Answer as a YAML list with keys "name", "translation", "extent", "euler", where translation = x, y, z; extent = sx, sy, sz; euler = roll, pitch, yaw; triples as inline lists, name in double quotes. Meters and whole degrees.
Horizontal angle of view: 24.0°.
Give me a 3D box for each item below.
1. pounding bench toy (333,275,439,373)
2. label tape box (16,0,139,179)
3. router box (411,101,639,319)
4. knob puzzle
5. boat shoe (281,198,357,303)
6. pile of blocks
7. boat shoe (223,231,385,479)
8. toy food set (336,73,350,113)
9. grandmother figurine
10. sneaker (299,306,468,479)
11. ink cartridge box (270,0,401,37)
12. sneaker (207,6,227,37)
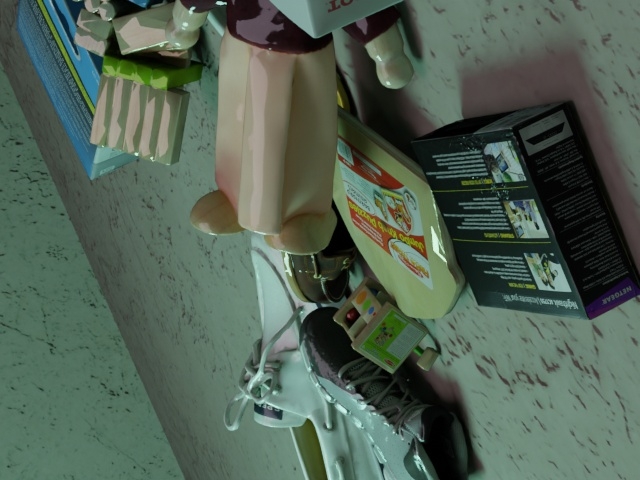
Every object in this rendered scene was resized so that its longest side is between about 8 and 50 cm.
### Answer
- name: "pounding bench toy"
  translation: [0.064, 0.082, 1.364]
  extent: [0.083, 0.052, 0.065]
  euler: [34, -170, -29]
- name: "label tape box"
  translation: [-0.293, -0.249, 1.945]
  extent: [0.249, 0.115, 0.347]
  euler: [63, 162, 6]
- name: "router box"
  translation: [0.133, -0.019, 1.012]
  extent: [0.133, 0.046, 0.179]
  euler: [67, 165, -8]
- name: "knob puzzle"
  translation: [0.067, -0.015, 1.256]
  extent: [0.213, 0.030, 0.213]
  euler: [50, 159, 27]
- name: "boat shoe"
  translation: [0.000, 0.000, 1.422]
  extent: [0.207, 0.073, 0.073]
  euler: [64, -143, -56]
- name: "pile of blocks"
  translation: [-0.200, -0.267, 1.675]
  extent: [0.112, 0.148, 0.362]
  euler: [-32, -68, -63]
- name: "boat shoe"
  translation: [-0.030, 0.156, 1.598]
  extent: [0.136, 0.156, 0.367]
  euler: [24, 136, 67]
- name: "toy food set"
  translation: [-0.040, -0.118, 1.382]
  extent: [0.128, 0.071, 0.218]
  euler: [69, 164, -11]
- name: "grandmother figurine"
  translation: [-0.029, -0.157, 1.139]
  extent: [0.104, 0.207, 0.342]
  euler: [-64, -22, -56]
- name: "sneaker"
  translation: [0.073, 0.149, 1.416]
  extent: [0.229, 0.086, 0.132]
  euler: [54, 159, 2]
- name: "ink cartridge box"
  translation: [0.008, -0.243, 0.934]
  extent: [0.127, 0.128, 0.176]
  euler: [49, 158, 46]
- name: "sneaker"
  translation: [-0.094, -0.278, 1.283]
  extent: [0.147, 0.104, 0.296]
  euler: [126, 122, -76]
